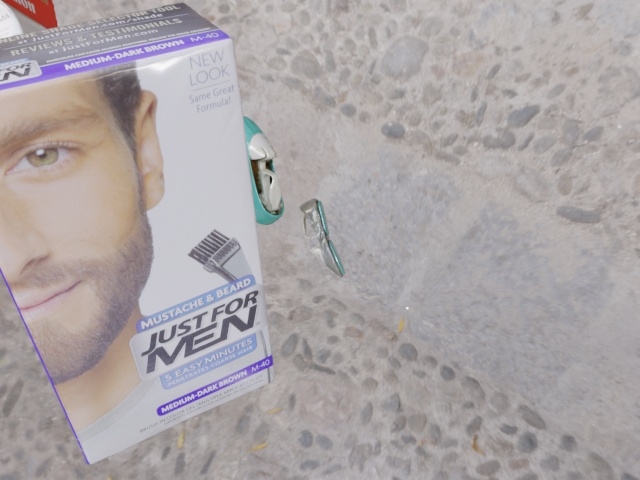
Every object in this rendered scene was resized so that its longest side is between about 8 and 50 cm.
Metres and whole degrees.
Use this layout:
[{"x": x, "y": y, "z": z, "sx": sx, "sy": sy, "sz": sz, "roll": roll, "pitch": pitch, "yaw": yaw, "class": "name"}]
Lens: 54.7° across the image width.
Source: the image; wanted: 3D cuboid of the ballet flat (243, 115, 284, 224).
[{"x": -0.124, "y": -0.157, "z": 1.353, "sx": 0.087, "sy": 0.083, "sz": 0.248, "roll": -3, "pitch": 102, "yaw": 44, "class": "ballet flat"}]

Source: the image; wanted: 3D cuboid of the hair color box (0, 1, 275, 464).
[{"x": -0.150, "y": 0.008, "z": 0.496, "sx": 0.185, "sy": 0.339, "sz": 0.110, "roll": -21, "pitch": 39, "yaw": -22, "class": "hair color box"}]

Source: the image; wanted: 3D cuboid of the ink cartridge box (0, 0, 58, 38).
[{"x": -0.586, "y": -0.440, "z": 1.309, "sx": 0.091, "sy": 0.308, "sz": 0.385, "roll": -17, "pitch": 86, "yaw": 9, "class": "ink cartridge box"}]

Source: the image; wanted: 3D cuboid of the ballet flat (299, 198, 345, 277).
[{"x": 0.000, "y": 0.000, "z": 1.573, "sx": 0.068, "sy": 0.072, "sz": 0.213, "roll": -20, "pitch": 85, "yaw": 10, "class": "ballet flat"}]
